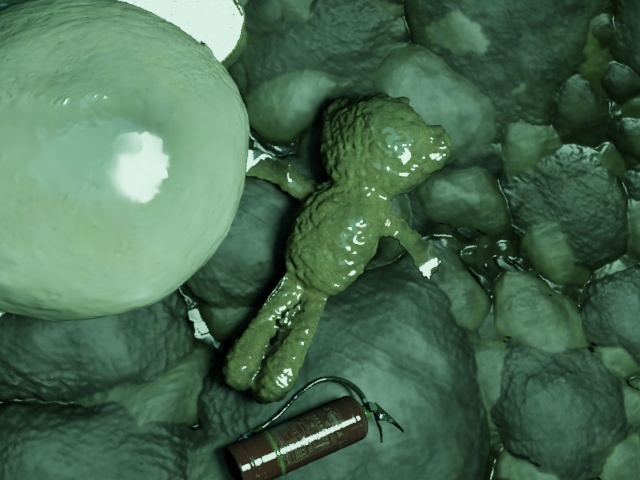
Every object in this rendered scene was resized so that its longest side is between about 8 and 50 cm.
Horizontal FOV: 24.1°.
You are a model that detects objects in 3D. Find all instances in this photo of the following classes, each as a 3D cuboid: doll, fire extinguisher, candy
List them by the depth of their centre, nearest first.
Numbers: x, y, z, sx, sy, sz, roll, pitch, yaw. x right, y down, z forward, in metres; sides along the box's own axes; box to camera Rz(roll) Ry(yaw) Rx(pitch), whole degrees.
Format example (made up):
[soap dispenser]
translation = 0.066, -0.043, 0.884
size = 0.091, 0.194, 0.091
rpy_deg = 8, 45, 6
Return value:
[candy]
translation = -0.189, -0.071, 1.207
size = 0.295, 0.185, 0.295
rpy_deg = 4, 81, -29
[fire extinguisher]
translation = -0.011, 0.167, 1.334
size = 0.157, 0.045, 0.078
rpy_deg = -21, 70, -20
[doll]
translation = 0.017, 0.004, 1.337
size = 0.203, 0.091, 0.286
rpy_deg = -2, 72, 12

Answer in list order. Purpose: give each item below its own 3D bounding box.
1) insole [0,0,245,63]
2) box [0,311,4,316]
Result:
[insole]
translation = -0.231, -0.180, 1.291
size = 0.348, 0.009, 0.119
rpy_deg = -4, 99, -20
[box]
translation = -0.334, 0.012, 1.237
size = 0.090, 0.024, 0.167
rpy_deg = -42, 99, -20
